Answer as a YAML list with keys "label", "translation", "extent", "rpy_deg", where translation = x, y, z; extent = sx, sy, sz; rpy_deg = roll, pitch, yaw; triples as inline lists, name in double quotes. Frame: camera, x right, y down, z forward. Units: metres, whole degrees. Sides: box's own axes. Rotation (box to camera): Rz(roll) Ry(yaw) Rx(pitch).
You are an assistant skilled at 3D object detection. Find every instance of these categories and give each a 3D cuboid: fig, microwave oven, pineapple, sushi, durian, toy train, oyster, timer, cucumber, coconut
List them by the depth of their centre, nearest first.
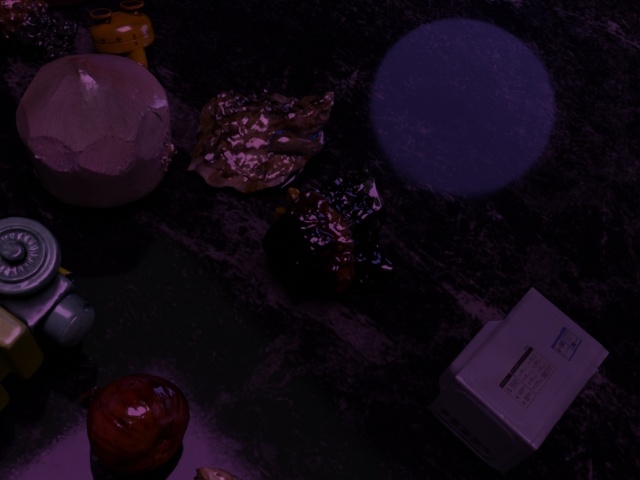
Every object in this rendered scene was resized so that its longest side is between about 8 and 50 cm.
- label: "fig"
  translation: [-0.227, 0.218, 0.974]
  extent: [0.128, 0.128, 0.150]
  rpy_deg: [-6, 19, -18]
- label: "durian"
  translation: [-0.109, 0.332, 0.979]
  extent: [0.130, 0.052, 0.066]
  rpy_deg: [33, 17, 5]
- label: "toy train"
  translation: [-0.510, 0.045, 0.982]
  extent: [0.442, 0.179, 0.272]
  rpy_deg: [33, 63, 8]
- label: "microwave oven"
  translation: [0.274, 0.196, 1.108]
  extent: [0.162, 0.122, 0.208]
  rpy_deg: [41, 56, 14]
- label: "coconut"
  translation: [-0.320, -0.163, 1.123]
  extent: [0.224, 0.234, 0.224]
  rpy_deg: [7, 60, -12]
- label: "sushi"
  translation: [0.000, 0.000, 1.149]
  extent: [0.150, 0.153, 0.172]
  rpy_deg: [-11, 79, -44]
- label: "oyster"
  translation: [-0.101, -0.172, 1.266]
  extent: [0.214, 0.083, 0.223]
  rpy_deg: [12, 60, 11]
- label: "pineapple"
  translation: [-0.459, -0.332, 1.283]
  extent: [0.237, 0.111, 0.119]
  rpy_deg: [42, 87, 8]
- label: "cucumber"
  translation: [-0.027, -0.123, 1.294]
  extent: [0.033, 0.034, 0.135]
  rpy_deg: [33, 56, 2]
- label: "timer"
  translation: [-0.333, -0.341, 1.337]
  extent: [0.107, 0.109, 0.107]
  rpy_deg: [-5, 32, 3]

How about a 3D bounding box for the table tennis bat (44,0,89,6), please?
- label: "table tennis bat"
  translation: [-0.571, -0.536, 1.420]
  extent: [0.414, 0.051, 0.268]
  rpy_deg: [13, 55, -9]
